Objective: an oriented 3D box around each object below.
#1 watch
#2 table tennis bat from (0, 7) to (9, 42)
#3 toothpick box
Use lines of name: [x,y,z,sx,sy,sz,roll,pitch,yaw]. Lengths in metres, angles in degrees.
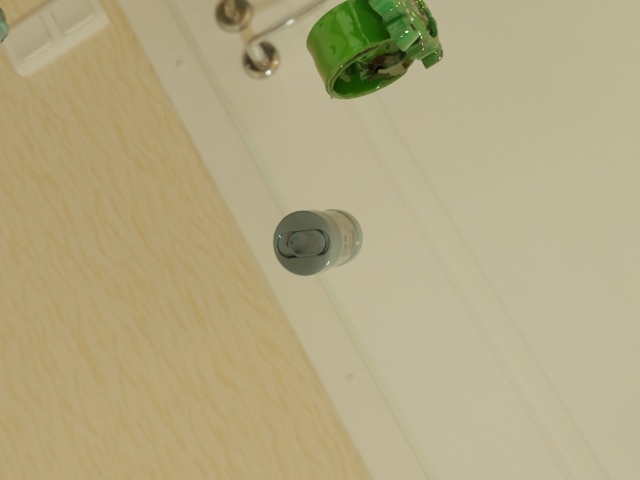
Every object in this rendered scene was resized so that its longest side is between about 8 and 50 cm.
watch: [0.050,-0.248,0.821,0.152,0.131,0.165,-29,168,30]
table tennis bat: [-0.450,-0.242,0.698,0.244,0.040,0.153,8,170,-12]
toothpick box: [0.000,0.000,1.087,0.101,0.101,0.153,-33,171,19]
